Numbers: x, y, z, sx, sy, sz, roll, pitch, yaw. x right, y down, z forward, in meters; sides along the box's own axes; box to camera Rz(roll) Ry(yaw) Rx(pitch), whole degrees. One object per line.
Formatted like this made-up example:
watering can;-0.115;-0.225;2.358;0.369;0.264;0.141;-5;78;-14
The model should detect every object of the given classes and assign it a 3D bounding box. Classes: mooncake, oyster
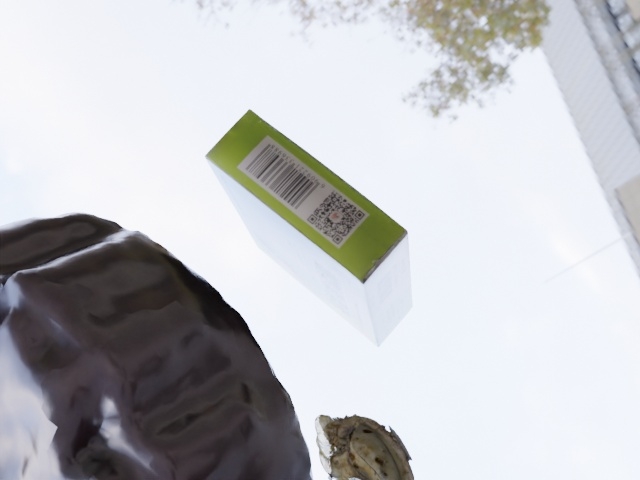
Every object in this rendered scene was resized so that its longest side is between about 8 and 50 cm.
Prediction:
mooncake;-0.199;0.158;0.781;0.212;0.381;0.351;-26;-54;-51
oyster;0.019;0.129;0.482;0.080;0.038;0.083;25;-127;-53

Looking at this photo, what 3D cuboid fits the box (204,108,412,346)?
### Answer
box;0.000;-0.001;0.908;0.175;0.260;0.062;39;-100;16
